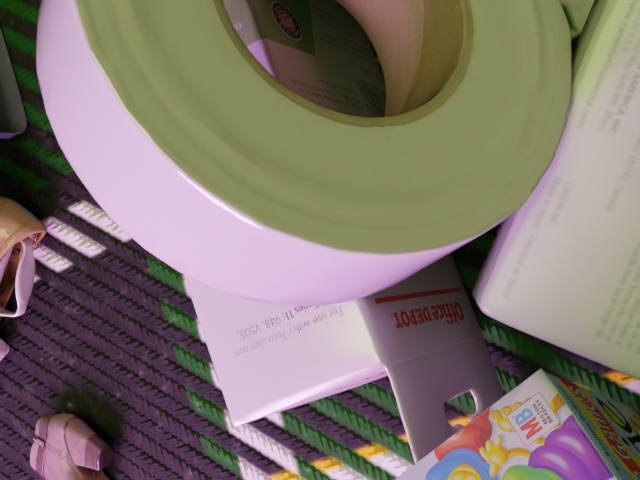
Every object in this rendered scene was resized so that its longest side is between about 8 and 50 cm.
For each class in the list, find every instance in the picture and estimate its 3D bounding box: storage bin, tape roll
[{"bbox_3d":[-0.361,-0.146,0.885,0.091,0.098,0.135,-26,78,33],"label":"storage bin"},{"bbox_3d":[-0.006,-0.112,0.503,0.100,0.286,0.286,-37,70,60],"label":"tape roll"}]

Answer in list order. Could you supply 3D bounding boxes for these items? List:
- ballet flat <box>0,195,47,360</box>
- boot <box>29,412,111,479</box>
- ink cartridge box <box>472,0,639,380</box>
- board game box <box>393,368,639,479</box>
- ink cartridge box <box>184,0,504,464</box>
[{"bbox_3d":[-0.323,0.074,0.870,0.073,0.080,0.232,23,100,11],"label":"ballet flat"},{"bbox_3d":[-0.233,0.219,0.847,0.087,0.042,0.118,11,93,31],"label":"boot"},{"bbox_3d":[0.323,-0.030,0.524,0.385,0.091,0.308,23,98,7],"label":"ink cartridge box"},{"bbox_3d":[0.162,0.189,0.513,0.142,0.275,0.144,-42,54,18],"label":"board game box"},{"bbox_3d":[0.000,0.000,0.645,0.119,0.207,0.353,-25,78,24],"label":"ink cartridge box"}]
